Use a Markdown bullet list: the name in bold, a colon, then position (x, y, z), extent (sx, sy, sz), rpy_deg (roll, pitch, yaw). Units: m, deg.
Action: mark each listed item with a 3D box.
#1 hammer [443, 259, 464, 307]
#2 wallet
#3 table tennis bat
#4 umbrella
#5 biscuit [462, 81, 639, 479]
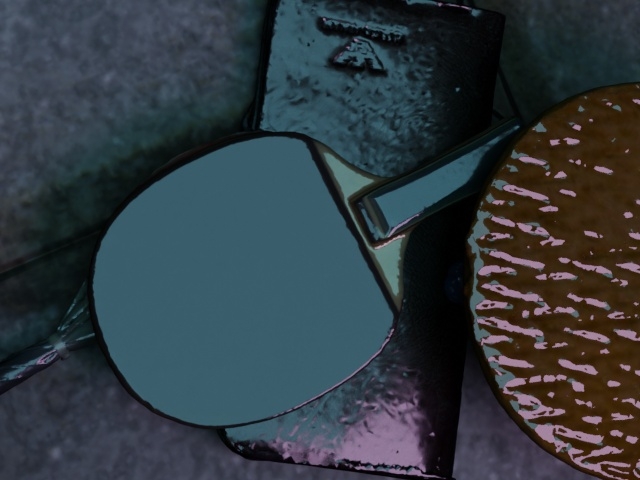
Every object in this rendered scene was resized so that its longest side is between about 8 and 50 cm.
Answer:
- **hammer**: position (0.166, 0.051, 1.127), extent (0.194, 0.069, 0.116), rpy_deg (16, 83, -22)
- **wallet**: position (0.026, -0.011, 1.114), extent (0.172, 0.045, 0.318), rpy_deg (10, 82, -16)
- **table tennis bat**: position (0.000, 0.000, 1.070), extent (0.301, 0.022, 0.173), rpy_deg (-28, 93, -12)
- **umbrella**: position (-0.177, 0.067, 1.055), extent (0.269, 0.044, 0.044), rpy_deg (-29, 61, -16)
- **biscuit**: position (0.205, 0.027, 1.090), extent (0.262, 0.037, 0.262), rpy_deg (1, 86, -18)
